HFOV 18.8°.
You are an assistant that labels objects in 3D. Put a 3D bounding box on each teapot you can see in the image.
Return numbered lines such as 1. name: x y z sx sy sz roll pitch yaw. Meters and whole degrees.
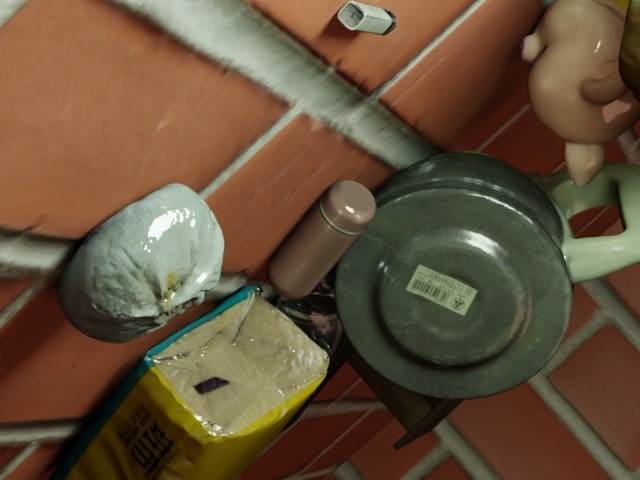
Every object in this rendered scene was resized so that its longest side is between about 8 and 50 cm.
1. teapot: 0.175 -0.014 1.990 0.321 0.239 0.239 -40 -166 26

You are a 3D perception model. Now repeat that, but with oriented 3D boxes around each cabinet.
1. cabinet: 0.141 0.133 2.563 0.215 0.175 0.148 -46 168 20

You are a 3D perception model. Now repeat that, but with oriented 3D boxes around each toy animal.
1. toy animal: 0.295 -0.193 1.914 0.248 0.149 0.165 -50 152 -30

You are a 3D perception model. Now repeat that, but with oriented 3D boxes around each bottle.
1. bottle: 0.000 0.000 1.875 0.053 0.053 0.140 -28 164 -48

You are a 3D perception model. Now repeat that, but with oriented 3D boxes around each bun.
1. bun: -0.129 0.025 1.457 0.141 0.083 0.141 -36 167 -10

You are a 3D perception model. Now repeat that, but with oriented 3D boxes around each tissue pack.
1. tissue pack: -0.133 0.189 1.947 0.192 0.134 0.271 -34 167 -44

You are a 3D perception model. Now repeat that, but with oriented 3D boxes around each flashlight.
1. flashlight: 0.036 -0.165 1.441 0.018 0.018 0.083 -46 169 16

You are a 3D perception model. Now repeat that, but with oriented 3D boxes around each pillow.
1. pillow: -0.031 0.126 2.168 0.161 0.092 0.335 -24 160 -45

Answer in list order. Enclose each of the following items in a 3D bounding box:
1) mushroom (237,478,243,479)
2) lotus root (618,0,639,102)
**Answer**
1. mushroom: -0.109 0.333 2.093 0.177 0.126 0.397 -29 -152 -32
2. lotus root: 0.390 -0.284 1.700 0.390 0.111 0.375 -40 152 -45
